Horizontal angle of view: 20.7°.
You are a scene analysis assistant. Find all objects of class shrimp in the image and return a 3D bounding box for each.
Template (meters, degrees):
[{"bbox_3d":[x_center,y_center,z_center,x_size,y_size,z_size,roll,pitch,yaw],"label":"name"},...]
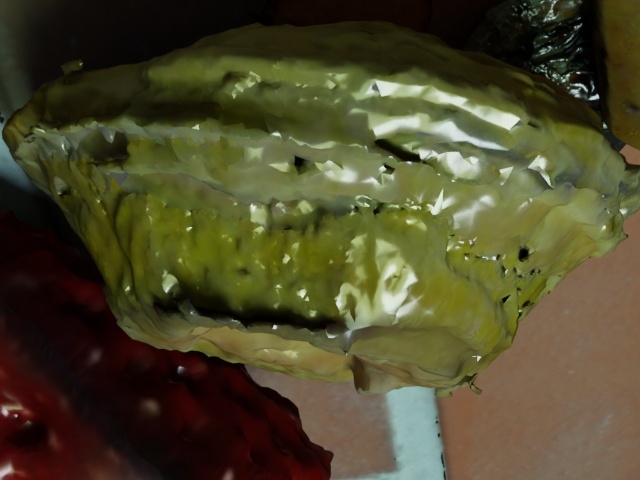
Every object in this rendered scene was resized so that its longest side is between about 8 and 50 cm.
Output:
[{"bbox_3d":[0.160,-0.104,0.993,0.161,0.034,0.091,9,139,-20],"label":"shrimp"}]

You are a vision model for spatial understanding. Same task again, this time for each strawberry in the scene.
[{"bbox_3d":[-0.184,0.125,1.080,0.318,0.295,0.345,-15,112,36],"label":"strawberry"}]

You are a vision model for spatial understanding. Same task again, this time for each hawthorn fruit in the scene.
[{"bbox_3d":[0.010,-0.115,0.920,0.093,0.081,0.081,12,142,3],"label":"hawthorn fruit"}]

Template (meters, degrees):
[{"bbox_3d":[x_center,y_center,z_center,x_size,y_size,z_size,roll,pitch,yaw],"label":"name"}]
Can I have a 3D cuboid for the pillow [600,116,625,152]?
[{"bbox_3d":[0.133,-0.028,1.074,0.091,0.055,0.135,-29,155,-26],"label":"pillow"}]

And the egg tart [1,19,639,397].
[{"bbox_3d":[0.000,0.000,0.925,0.352,0.150,0.352,7,166,2],"label":"egg tart"}]

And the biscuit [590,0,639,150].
[{"bbox_3d":[0.308,-0.148,0.928,0.359,0.046,0.359,-9,139,-8],"label":"biscuit"}]
